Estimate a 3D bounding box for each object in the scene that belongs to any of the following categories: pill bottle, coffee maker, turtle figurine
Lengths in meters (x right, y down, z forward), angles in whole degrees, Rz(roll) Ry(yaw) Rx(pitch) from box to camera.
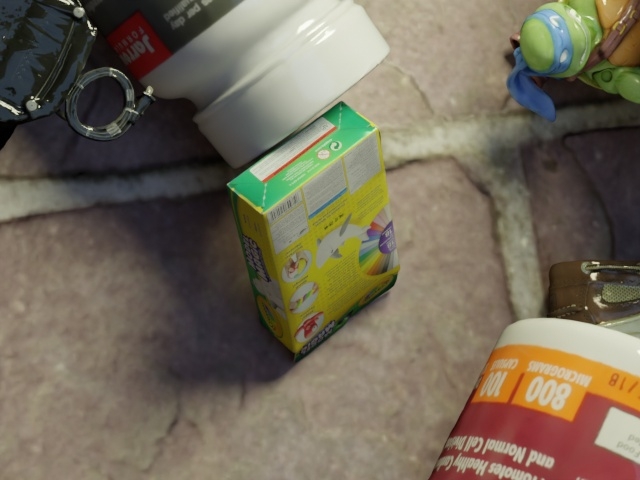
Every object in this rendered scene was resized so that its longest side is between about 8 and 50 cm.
[{"bbox_3d":[-0.092,-0.198,1.257,0.161,0.161,0.283,-40,97,-20],"label":"pill bottle"},{"bbox_3d":[0.140,0.269,1.254,0.224,0.224,0.392,32,73,-14],"label":"pill bottle"},{"bbox_3d":[-0.213,-0.104,1.191,0.120,0.178,0.171,-42,96,-17],"label":"coffee maker"},{"bbox_3d":[0.287,-0.183,1.358,0.266,0.274,0.198,-16,56,-43],"label":"turtle figurine"}]

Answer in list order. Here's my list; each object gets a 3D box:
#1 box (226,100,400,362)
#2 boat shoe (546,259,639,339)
[{"bbox_3d":[0.000,0.000,1.287,0.105,0.179,0.043,-37,53,-20],"label":"box"},{"bbox_3d":[0.289,0.028,1.409,0.257,0.095,0.095,-10,81,-21],"label":"boat shoe"}]
